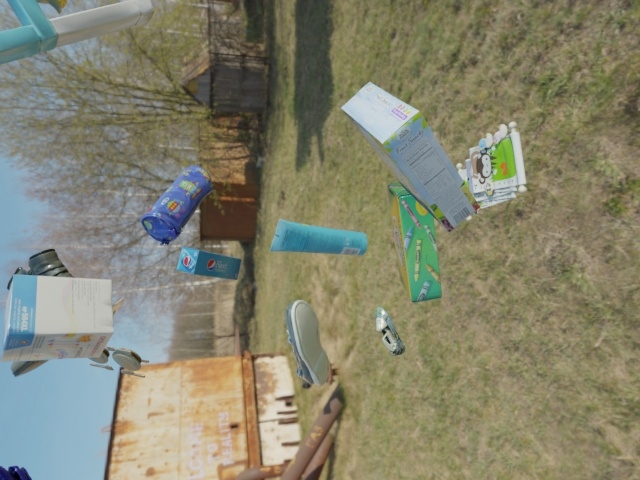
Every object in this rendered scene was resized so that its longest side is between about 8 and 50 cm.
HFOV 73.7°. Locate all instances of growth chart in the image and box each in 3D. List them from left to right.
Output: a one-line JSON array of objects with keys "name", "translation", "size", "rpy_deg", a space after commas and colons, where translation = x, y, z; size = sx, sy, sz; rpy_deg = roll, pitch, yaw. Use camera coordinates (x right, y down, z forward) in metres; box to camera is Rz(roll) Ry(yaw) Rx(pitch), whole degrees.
[{"name": "growth chart", "translation": [0.385, -0.154, 0.977], "size": [0.237, 0.021, 0.172], "rpy_deg": [137, 123, -72]}]

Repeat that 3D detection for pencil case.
[{"name": "pencil case", "translation": [-0.470, -0.124, 1.437], "size": [0.119, 0.133, 0.306], "rpy_deg": [114, 178, -45]}]

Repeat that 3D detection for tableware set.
[{"name": "tableware set", "translation": [-0.596, 0.325, 1.227], "size": [0.039, 0.194, 0.128], "rpy_deg": [-68, -19, -48]}]

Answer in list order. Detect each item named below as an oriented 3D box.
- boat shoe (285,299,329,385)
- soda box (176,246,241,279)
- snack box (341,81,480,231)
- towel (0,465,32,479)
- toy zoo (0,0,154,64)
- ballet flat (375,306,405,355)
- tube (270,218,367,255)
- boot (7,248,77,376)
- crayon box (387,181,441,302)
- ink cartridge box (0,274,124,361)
[{"name": "boat shoe", "translation": [-0.057, 0.297, 1.223], "size": [0.116, 0.098, 0.320], "rpy_deg": [-57, -39, -43]}, {"name": "soda box", "translation": [-0.331, 0.072, 1.294], "size": [0.210, 0.067, 0.071], "rpy_deg": [22, -100, -64]}, {"name": "snack box", "translation": [0.140, -0.133, 0.674], "size": [0.070, 0.207, 0.175], "rpy_deg": [-42, 36, 10]}, {"name": "towel", "translation": [-0.408, 0.498, 0.633], "size": [0.308, 0.076, 0.228], "rpy_deg": [24, 119, 35]}, {"name": "toy zoo", "translation": [-0.270, -0.241, 0.327], "size": [0.030, 0.293, 0.193], "rpy_deg": [-6, 117, 55]}, {"name": "ballet flat", "translation": [0.241, 0.331, 1.550], "size": [0.189, 0.070, 0.070], "rpy_deg": [59, 157, 14]}, {"name": "tube", "translation": [0.000, 0.000, 0.918], "size": [0.052, 0.206, 0.080], "rpy_deg": [-121, 43, -55]}, {"name": "boot", "translation": [-0.582, 0.145, 0.882], "size": [0.246, 0.161, 0.083], "rpy_deg": [-47, -3, 6]}, {"name": "crayon box", "translation": [0.240, -0.003, 1.102], "size": [0.165, 0.081, 0.279], "rpy_deg": [-91, -9, -74]}, {"name": "ink cartridge box", "translation": [-0.368, 0.113, 0.619], "size": [0.092, 0.143, 0.090], "rpy_deg": [-44, 51, 38]}]
